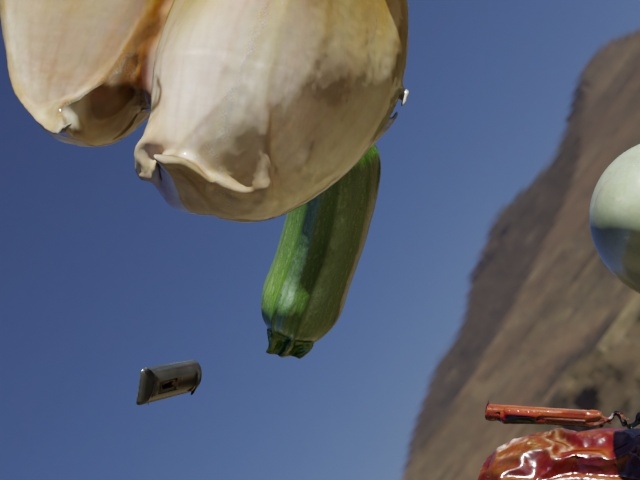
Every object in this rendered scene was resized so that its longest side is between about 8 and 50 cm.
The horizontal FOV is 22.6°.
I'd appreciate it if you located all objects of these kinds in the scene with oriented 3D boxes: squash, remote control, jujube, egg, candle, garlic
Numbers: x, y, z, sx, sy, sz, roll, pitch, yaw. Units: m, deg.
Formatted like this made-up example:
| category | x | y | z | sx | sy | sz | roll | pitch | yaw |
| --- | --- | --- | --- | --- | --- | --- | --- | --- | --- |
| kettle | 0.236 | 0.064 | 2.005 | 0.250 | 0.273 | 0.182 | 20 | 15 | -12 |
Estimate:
| category | x | y | z | sx | sy | sz | roll | pitch | yaw |
| --- | --- | --- | --- | --- | --- | --- | --- | --- | --- |
| squash | 0.000 | 0.000 | 1.285 | 0.077 | 0.068 | 0.219 | -45 | -25 | -62 |
| remote control | -0.121 | 0.116 | 1.303 | 0.091 | 0.016 | 0.034 | -5 | -76 | -67 |
| jujube | 0.341 | 0.321 | 1.896 | 0.342 | 0.216 | 0.216 | -11 | 3 | 22 |
| egg | 0.402 | -0.022 | 1.782 | 0.253 | 0.186 | 0.186 | 7 | -57 | -48 |
| candle | 0.254 | 0.186 | 1.674 | 0.026 | 0.167 | 0.021 | -47 | -46 | -59 |
| garlic | -0.074 | -0.169 | 1.051 | 0.249 | 0.286 | 0.313 | 159 | 121 | -84 |
